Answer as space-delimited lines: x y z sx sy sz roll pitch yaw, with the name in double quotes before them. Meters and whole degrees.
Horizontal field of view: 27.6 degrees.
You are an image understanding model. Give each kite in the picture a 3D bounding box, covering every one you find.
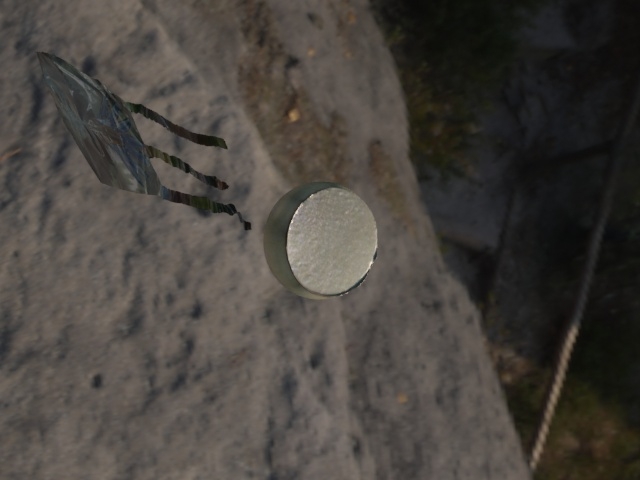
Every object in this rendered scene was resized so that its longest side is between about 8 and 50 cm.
"kite" -0.179 -0.098 1.265 0.015 0.310 0.169 -39 124 -26

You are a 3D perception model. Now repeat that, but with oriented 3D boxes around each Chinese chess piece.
"Chinese chess piece" 0.000 0.000 1.336 0.122 0.051 0.122 -4 97 -33
